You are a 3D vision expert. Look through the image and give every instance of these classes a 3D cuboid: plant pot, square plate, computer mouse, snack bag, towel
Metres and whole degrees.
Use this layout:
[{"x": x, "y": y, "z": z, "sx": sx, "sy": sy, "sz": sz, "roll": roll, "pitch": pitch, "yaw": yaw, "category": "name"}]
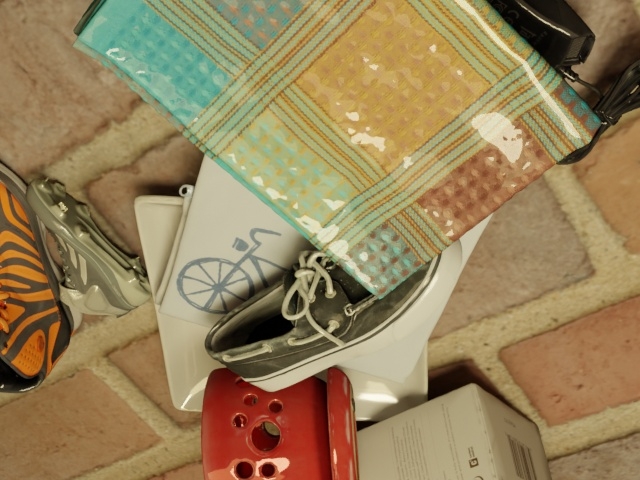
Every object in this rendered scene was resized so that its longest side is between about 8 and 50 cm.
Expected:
[{"x": -0.042, "y": 0.245, "z": 1.037, "sx": 0.174, "sy": 0.191, "sz": 0.191, "roll": -4, "pitch": 125, "yaw": 2, "category": "plant pot"}, {"x": -0.035, "y": 0.087, "z": 1.064, "sx": 0.344, "sy": 0.049, "sz": 0.347, "roll": 2, "pitch": 126, "yaw": 6, "category": "square plate"}, {"x": 0.188, "y": -0.179, "z": 0.844, "sx": 0.262, "sy": 0.060, "sz": 0.184, "roll": 26, "pitch": 145, "yaw": -5, "category": "computer mouse"}, {"x": 0.000, "y": 0.000, "z": 0.945, "sx": 0.323, "sy": 0.037, "sz": 0.343, "roll": 17, "pitch": 127, "yaw": -5, "category": "snack bag"}, {"x": 0.006, "y": -0.135, "z": 0.706, "sx": 0.370, "sy": 0.040, "sz": 0.271, "roll": 41, "pitch": 123, "yaw": -13, "category": "towel"}]

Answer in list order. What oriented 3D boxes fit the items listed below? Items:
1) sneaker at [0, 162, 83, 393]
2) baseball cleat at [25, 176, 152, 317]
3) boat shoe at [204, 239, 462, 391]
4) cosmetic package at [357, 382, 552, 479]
[{"x": -0.392, "y": 0.047, "z": 1.002, "sx": 0.124, "sy": 0.180, "sz": 0.321, "roll": -14, "pitch": 123, "yaw": 17, "category": "sneaker"}, {"x": -0.296, "y": 0.021, "z": 1.032, "sx": 0.109, "sy": 0.072, "sz": 0.206, "roll": -34, "pitch": 115, "yaw": 15, "category": "baseball cleat"}, {"x": 0.002, "y": 0.060, "z": 0.897, "sx": 0.306, "sy": 0.113, "sz": 0.105, "roll": -28, "pitch": 133, "yaw": 35, "category": "boat shoe"}, {"x": 0.105, "y": 0.348, "z": 1.139, "sx": 0.365, "sy": 0.155, "sz": 0.197, "roll": -27, "pitch": 139, "yaw": 25, "category": "cosmetic package"}]
